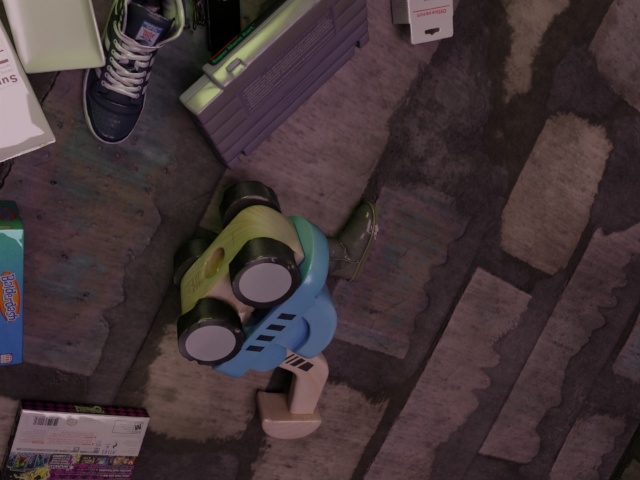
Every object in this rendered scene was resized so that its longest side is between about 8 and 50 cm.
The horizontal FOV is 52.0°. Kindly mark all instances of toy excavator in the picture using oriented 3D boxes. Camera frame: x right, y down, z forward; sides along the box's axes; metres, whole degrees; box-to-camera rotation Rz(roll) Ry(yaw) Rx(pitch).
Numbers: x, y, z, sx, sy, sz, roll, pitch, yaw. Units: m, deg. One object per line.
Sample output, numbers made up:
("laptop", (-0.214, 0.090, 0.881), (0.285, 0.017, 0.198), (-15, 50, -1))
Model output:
("toy excavator", (-0.075, 0.176, 1.213), (0.445, 0.222, 0.433), (31, 113, -31))

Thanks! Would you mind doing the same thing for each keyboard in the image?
("keyboard", (-0.179, -0.411, 1.075), (0.100, 0.038, 0.192), (-22, 119, -46))

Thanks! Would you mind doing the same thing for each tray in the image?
("tray", (-0.391, -0.379, 0.930), (0.145, 0.030, 0.270), (0, 114, 17))

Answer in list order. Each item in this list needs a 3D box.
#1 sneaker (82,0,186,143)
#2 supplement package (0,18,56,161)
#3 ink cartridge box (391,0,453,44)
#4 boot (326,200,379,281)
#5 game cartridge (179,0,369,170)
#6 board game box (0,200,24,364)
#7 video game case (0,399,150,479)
("sneaker", (-0.283, -0.273, 0.988), (0.099, 0.153, 0.282), (12, 102, -31))
("supplement package", (-0.501, -0.248, 0.864), (0.175, 0.177, 0.293), (-26, 119, -19))
("ink cartridge box", (0.188, -0.467, 1.227), (0.104, 0.060, 0.180), (-18, 115, -23))
("boot", (0.001, 0.000, 1.300), (0.209, 0.076, 0.189), (10, 102, -24))
("game cartridge", (-0.063, -0.291, 1.081), (0.355, 0.068, 0.230), (-45, 160, -8))
("board game box", (-0.482, 0.060, 0.999), (0.047, 0.160, 0.210), (-2, 109, -29))
("video game case", (-0.457, 0.402, 1.209), (0.232, 0.042, 0.210), (13, 101, -31))
